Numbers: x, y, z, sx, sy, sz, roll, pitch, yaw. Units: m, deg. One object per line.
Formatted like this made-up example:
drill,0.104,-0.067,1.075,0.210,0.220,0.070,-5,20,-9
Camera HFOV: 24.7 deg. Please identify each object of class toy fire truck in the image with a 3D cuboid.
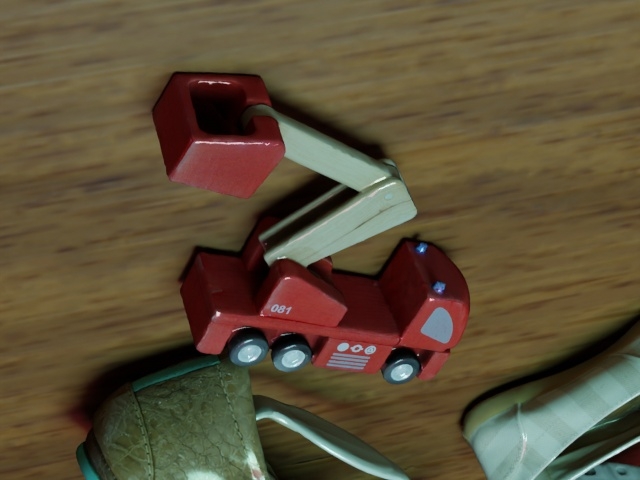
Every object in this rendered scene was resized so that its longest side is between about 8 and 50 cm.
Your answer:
toy fire truck,0.000,0.000,0.685,0.192,0.047,0.135,10,129,-28

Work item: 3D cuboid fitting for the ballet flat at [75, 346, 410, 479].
ballet flat,0.012,0.183,0.806,0.124,0.116,0.342,-38,115,0

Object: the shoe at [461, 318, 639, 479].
shoe,0.188,0.085,0.827,0.219,0.058,0.076,-29,136,12

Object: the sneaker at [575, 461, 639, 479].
sneaker,0.129,0.233,0.947,0.297,0.111,0.129,-38,146,29
